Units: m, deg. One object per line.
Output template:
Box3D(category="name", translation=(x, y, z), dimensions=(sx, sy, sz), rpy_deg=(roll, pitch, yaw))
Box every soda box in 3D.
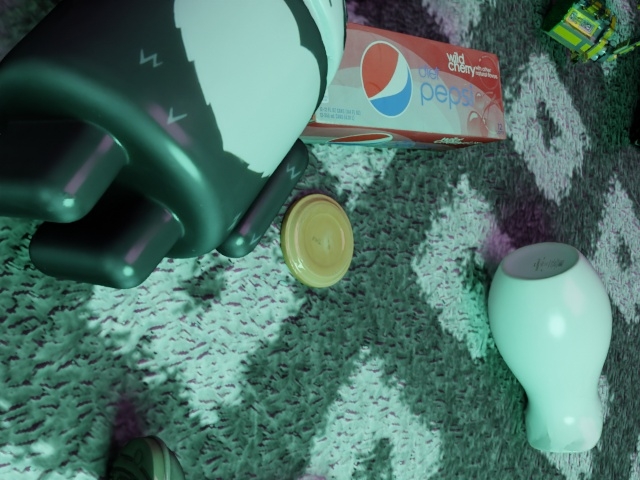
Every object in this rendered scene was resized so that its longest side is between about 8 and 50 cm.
Box3D(category="soda box", translation=(0.061, -0.135, 0.727), dimensions=(0.263, 0.083, 0.092), rpy_deg=(-3, 88, -43))

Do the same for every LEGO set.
Box3D(category="LEGO set", translation=(0.443, -0.337, 0.947), dimensions=(0.192, 0.331, 0.255), rpy_deg=(29, 51, -13))

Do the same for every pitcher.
Box3D(category="pitcher", translation=(0.261, 0.099, 0.879), dimensions=(0.178, 0.125, 0.207), rpy_deg=(-56, 135, -55))

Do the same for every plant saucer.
Box3D(category="plant saucer", translation=(0.000, 0.000, 0.703), dimensions=(0.083, 0.013, 0.084), rpy_deg=(6, 81, -42))

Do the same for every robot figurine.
Box3D(category="robot figurine", translation=(-0.092, -0.101, 0.515), dimensions=(0.173, 0.209, 0.278), rpy_deg=(29, 60, 5))

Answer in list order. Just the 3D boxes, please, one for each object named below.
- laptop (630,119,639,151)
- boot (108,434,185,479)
Box3D(category="laptop", translation=(0.548, -0.214, 1.096), dimensions=(0.136, 0.264, 0.234), rpy_deg=(23, 96, -4))
Box3D(category="boot", translation=(-0.054, 0.225, 0.588), dimensions=(0.208, 0.076, 0.190), rpy_deg=(1, 99, -36))
